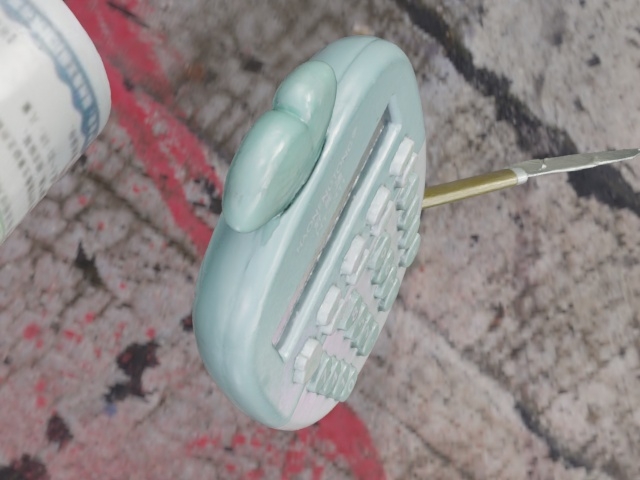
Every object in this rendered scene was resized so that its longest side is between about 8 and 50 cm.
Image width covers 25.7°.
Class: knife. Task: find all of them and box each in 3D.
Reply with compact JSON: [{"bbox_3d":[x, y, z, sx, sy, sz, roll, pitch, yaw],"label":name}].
[{"bbox_3d":[0.188,-0.063,1.295,0.298,0.047,0.017,-13,106,-26],"label":"knife"}]

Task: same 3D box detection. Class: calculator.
[{"bbox_3d":[0.000,0.000,0.690,0.042,0.184,0.295,22,165,17],"label":"calculator"}]

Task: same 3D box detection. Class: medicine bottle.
[{"bbox_3d":[-0.212,-0.021,0.613,0.139,0.237,0.139,27,149,18],"label":"medicine bottle"}]
